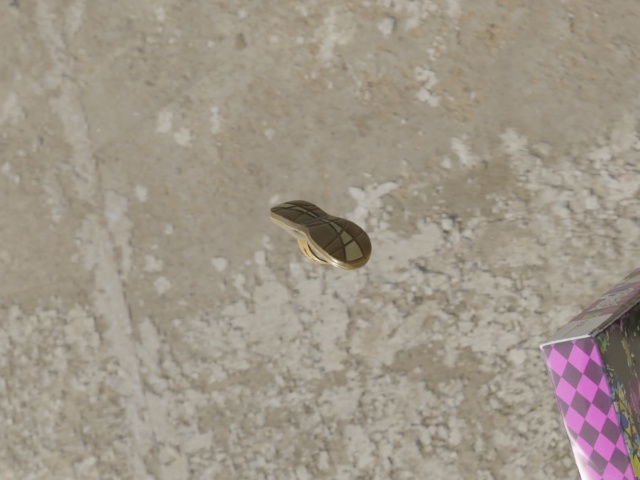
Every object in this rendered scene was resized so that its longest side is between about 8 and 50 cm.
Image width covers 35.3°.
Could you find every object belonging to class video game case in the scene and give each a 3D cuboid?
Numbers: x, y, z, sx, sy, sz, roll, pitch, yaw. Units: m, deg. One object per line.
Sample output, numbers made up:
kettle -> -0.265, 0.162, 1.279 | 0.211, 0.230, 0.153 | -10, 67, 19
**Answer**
video game case -> 0.233, 0.147, 0.683 | 0.041, 0.210, 0.232 | -15, 93, 34

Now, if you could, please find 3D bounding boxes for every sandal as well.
sandal -> 0.000, 0.000, 1.214 | 0.180, 0.072, 0.049 | 31, 129, 49
